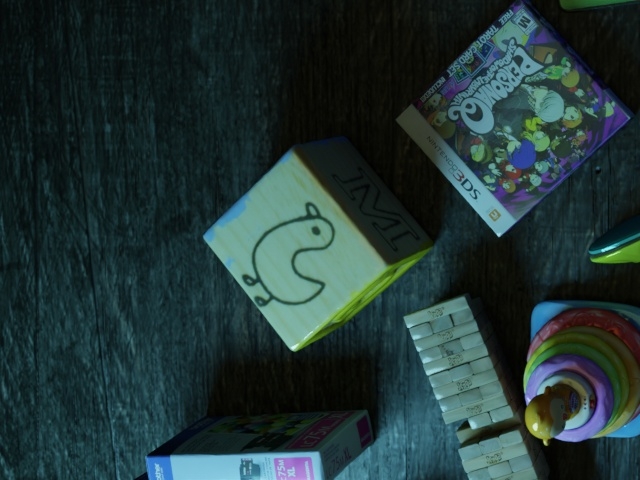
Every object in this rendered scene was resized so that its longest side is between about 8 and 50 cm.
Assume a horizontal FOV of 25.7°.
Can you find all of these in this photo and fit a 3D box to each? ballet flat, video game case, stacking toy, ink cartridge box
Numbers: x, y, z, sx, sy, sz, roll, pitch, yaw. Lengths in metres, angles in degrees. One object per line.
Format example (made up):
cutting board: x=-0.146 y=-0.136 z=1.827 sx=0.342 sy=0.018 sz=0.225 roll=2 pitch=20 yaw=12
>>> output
ballet flat: x=0.442 y=-0.019 z=1.722 sx=0.231 sy=0.077 sz=0.077 roll=-36 pitch=100 yaw=21
video game case: x=0.246 y=-0.157 z=1.796 sx=0.232 sy=0.042 sz=0.210 roll=-43 pitch=82 yaw=22
stacking toy: x=0.302 y=0.179 z=1.680 sx=0.165 sy=0.302 sz=0.175 roll=4 pitch=98 yaw=22
ink cartridge box: x=-0.104 y=0.289 z=1.925 sx=0.311 sy=0.186 sz=0.065 roll=-8 pitch=97 yaw=24

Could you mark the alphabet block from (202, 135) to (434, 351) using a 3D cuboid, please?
alphabet block: x=0.000 y=0.000 z=1.839 sx=0.192 sy=0.193 sz=0.197 roll=-44 pitch=81 yaw=23

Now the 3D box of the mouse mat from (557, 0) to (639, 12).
mouse mat: x=0.360 y=-0.385 z=1.736 sx=0.152 sy=0.007 sz=0.190 roll=-4 pitch=95 yaw=23

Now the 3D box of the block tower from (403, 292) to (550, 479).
block tower: x=0.219 y=0.234 z=1.832 sx=0.091 sy=0.097 sz=0.336 roll=-21 pitch=91 yaw=16
